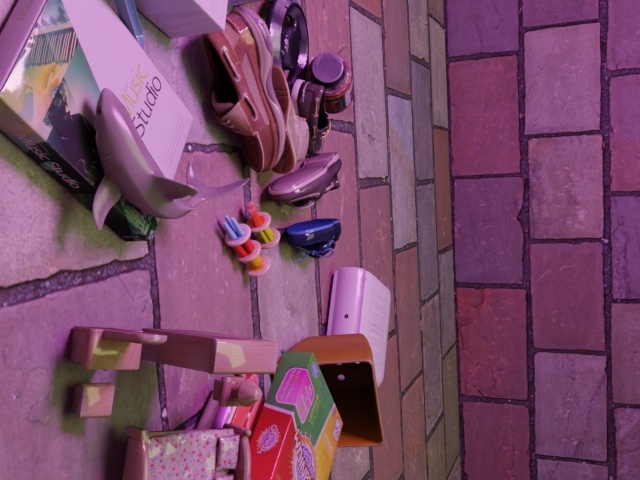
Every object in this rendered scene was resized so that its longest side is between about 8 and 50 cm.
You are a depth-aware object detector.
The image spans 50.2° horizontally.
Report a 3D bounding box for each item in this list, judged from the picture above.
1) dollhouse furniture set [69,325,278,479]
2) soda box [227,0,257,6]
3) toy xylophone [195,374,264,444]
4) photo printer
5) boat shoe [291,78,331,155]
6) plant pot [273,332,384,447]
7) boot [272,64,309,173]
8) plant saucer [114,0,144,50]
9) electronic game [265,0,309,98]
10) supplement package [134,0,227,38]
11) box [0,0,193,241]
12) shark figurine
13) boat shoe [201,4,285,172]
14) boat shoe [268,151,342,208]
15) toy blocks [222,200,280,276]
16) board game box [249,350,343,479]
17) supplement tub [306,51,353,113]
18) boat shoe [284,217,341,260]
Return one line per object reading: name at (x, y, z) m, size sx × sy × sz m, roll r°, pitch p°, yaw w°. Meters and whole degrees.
dollhouse furniture set at (-0.186, 0.304, 0.931) m, size 0.303 × 0.174 × 0.355 m, roll 13°, pitch 80°, yaw -48°
soda box at (-0.100, -0.551, 1.356) m, size 0.286 × 0.098 × 0.091 m, roll -61°, pitch 142°, yaw -52°
toy xylophone at (-0.134, 0.364, 1.258) m, size 0.322 × 0.081 × 0.236 m, roll 65°, pitch 32°, yaw -45°
photo printer at (0.101, 0.250, 1.803) m, size 0.256 × 0.107 × 0.307 m, roll 40°, pitch 53°, yaw -61°
boat shoe at (-0.014, -0.267, 1.547) m, size 0.227 × 0.069 × 0.081 m, roll 76°, pitch 30°, yaw -58°
plant pot at (0.031, 0.316, 1.526) m, size 0.187 × 0.212 × 0.212 m, roll -68°, pitch 151°, yaw -67°
boot at (-0.076, -0.255, 1.416) m, size 0.165 × 0.077 × 0.213 m, roll -52°, pitch 135°, yaw -71°
plant saucer at (-0.268, -0.324, 0.940) m, size 0.192 × 0.018 × 0.067 m, roll 92°, pitch -11°, yaw -64°
electronic game at (-0.074, -0.415, 1.477) m, size 0.229 × 0.048 × 0.229 m, roll 5°, pitch 90°, yaw -74°
supplement package at (-0.227, -0.399, 1.031) m, size 0.179 × 0.105 × 0.105 m, roll 31°, pitch 61°, yaw -65°
box at (-0.295, -0.176, 0.917) m, size 0.322 × 0.059 × 0.232 m, roll 54°, pitch 40°, yaw -53°
shark figurine at (-0.200, -0.072, 0.934) m, size 0.278 × 0.116 × 0.166 m, roll 36°, pitch 58°, yaw -61°
boat shoe at (-0.148, -0.256, 1.237) m, size 0.116 × 0.123 × 0.324 m, roll -33°, pitch 136°, yaw -26°
boat shoe at (-0.018, -0.119, 1.525) m, size 0.335 × 0.112 × 0.095 m, roll -48°, pitch 128°, yaw -64°
toy blocks at (-0.136, -0.021, 1.305) m, size 0.148 × 0.054 × 0.123 m, roll 63°, pitch 34°, yaw -46°
board game box at (-0.051, 0.404, 1.264) m, size 0.316 × 0.064 × 0.242 m, roll -70°, pitch 150°, yaw -43°
supplement tub at (0.022, -0.366, 1.576) m, size 0.198 × 0.106 × 0.106 m, roll 48°, pitch 43°, yaw -83°
boat shoe at (0.000, 0.000, 1.573) m, size 0.258 × 0.109 × 0.089 m, roll -13°, pitch 105°, yaw -65°
